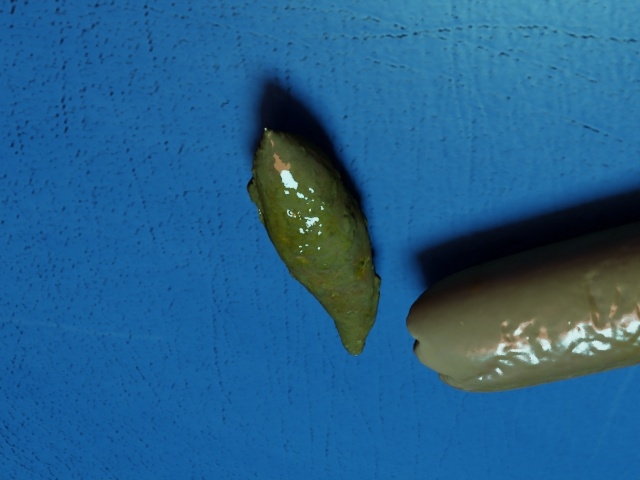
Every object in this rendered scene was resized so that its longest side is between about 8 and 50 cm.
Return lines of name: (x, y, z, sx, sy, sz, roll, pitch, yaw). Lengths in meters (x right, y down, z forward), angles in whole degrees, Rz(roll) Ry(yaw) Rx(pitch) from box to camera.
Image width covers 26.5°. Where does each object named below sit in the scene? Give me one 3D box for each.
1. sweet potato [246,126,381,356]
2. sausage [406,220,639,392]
sweet potato: (0.000, 0.000, 0.830, 0.068, 0.060, 0.206, 22, 147, 42)
sausage: (0.194, 0.031, 0.809, 0.289, 0.086, 0.086, -16, 128, 20)
